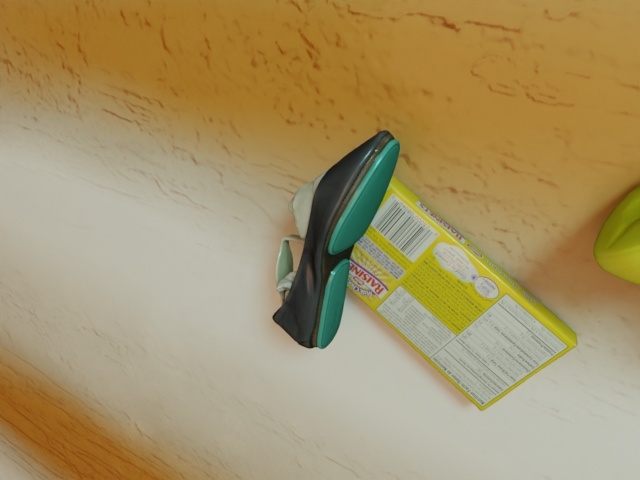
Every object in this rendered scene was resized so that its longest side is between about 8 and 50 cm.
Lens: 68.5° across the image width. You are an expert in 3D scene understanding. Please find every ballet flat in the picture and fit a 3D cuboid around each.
[{"bbox_3d":[0.000,0.000,0.384,0.074,0.074,0.203,25,119,17],"label":"ballet flat"}]

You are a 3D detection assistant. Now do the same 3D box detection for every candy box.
[{"bbox_3d":[0.097,0.043,0.403,0.206,0.027,0.105,43,124,7],"label":"candy box"}]

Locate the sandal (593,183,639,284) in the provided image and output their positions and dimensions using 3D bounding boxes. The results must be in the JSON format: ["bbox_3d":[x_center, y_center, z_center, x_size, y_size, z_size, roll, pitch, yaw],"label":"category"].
[{"bbox_3d":[0.313,-0.038,0.218,0.138,0.126,0.317,48,130,0],"label":"sandal"}]
